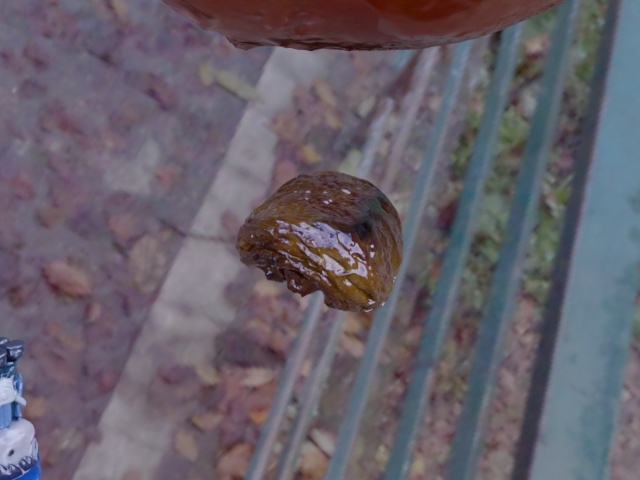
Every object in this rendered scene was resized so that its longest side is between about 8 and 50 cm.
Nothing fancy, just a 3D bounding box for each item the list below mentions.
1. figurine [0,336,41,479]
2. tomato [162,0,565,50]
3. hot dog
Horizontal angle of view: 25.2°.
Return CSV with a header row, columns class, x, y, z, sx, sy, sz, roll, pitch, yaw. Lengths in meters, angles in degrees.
class,x,y,z,sx,sy,sz,roll,pitch,yaw
figurine,-0.271,0.150,1.179,0.077,0.079,0.136,-30,114,-57
tomato,-0.005,-0.168,0.666,0.309,0.170,0.309,36,9,-6
hot dog,0.003,-0.001,1.384,0.161,0.099,0.227,23,15,10
